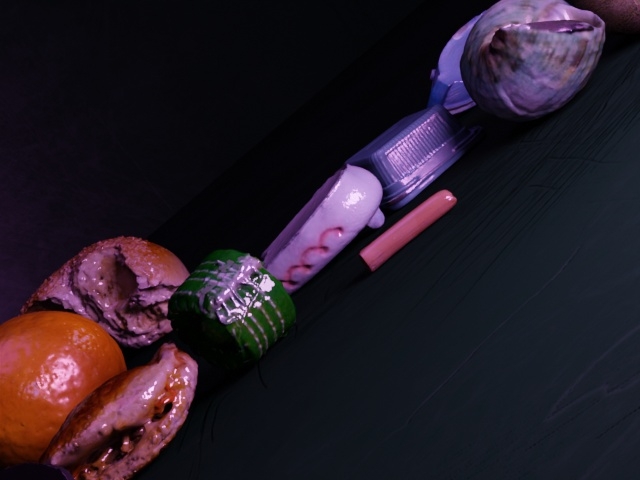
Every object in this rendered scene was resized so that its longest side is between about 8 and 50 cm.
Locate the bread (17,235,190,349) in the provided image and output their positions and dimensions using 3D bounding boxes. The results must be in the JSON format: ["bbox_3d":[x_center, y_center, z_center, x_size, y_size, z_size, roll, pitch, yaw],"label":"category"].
[{"bbox_3d":[-0.310,0.083,2.035,0.314,0.171,0.192,-31,15,36],"label":"bread"}]

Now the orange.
[{"bbox_3d":[-0.327,0.181,1.573,0.219,0.193,0.219,-43,22,22],"label":"orange"}]

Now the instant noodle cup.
[{"bbox_3d":[0.103,-0.102,1.656,0.157,0.070,0.179,-39,8,-15],"label":"instant noodle cup"}]

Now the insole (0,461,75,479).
[{"bbox_3d":[-0.331,0.302,1.335,0.012,0.110,0.309,11,-39,-45],"label":"insole"}]

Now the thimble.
[{"bbox_3d":[-0.092,0.072,1.396,0.090,0.118,0.130,-47,-6,-26],"label":"thimble"}]

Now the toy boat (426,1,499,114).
[{"bbox_3d":[0.221,-0.235,1.867,0.215,0.088,0.102,-43,-24,-21],"label":"toy boat"}]

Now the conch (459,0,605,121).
[{"bbox_3d":[0.233,-0.202,1.467,0.175,0.122,0.188,-24,18,28],"label":"conch"}]

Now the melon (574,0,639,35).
[{"bbox_3d":[0.333,-0.281,1.476,0.114,0.114,0.167,-39,11,-3],"label":"melon"}]

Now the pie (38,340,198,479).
[{"bbox_3d":[-0.205,0.186,1.370,0.205,0.084,0.179,-41,9,1],"label":"pie"}]

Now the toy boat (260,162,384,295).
[{"bbox_3d":[0.000,0.000,1.586,0.208,0.079,0.134,-46,7,24],"label":"toy boat"}]

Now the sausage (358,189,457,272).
[{"bbox_3d":[0.090,-0.011,1.383,0.116,0.026,0.026,-38,9,-2],"label":"sausage"}]
